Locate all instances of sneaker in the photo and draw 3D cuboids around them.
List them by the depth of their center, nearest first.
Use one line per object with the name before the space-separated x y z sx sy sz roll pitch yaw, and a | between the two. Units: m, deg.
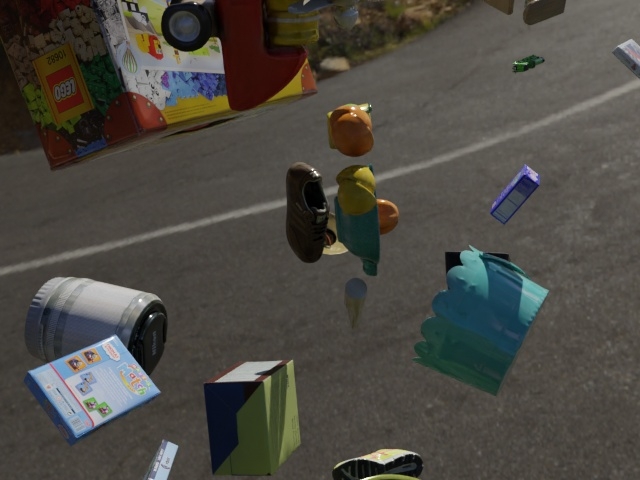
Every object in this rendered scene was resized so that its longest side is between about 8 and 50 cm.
sneaker | -0.018 -0.037 1.279 0.066 0.188 0.071 -23 30 -26
sneaker | 0.125 0.525 1.728 0.209 0.081 0.094 -3 1 -13

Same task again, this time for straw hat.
straw hat | 0.000 0.000 1.723 0.145 0.061 0.144 13 43 -13

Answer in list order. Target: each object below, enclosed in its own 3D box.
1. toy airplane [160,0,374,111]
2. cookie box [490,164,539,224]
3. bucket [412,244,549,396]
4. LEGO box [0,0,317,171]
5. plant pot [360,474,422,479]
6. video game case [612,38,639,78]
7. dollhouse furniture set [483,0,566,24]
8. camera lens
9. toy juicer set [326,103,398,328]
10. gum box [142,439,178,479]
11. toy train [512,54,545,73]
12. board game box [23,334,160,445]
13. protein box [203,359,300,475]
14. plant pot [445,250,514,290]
toy airplane | -0.014 -0.382 0.888 0.272 0.384 0.386 14 69 -12
cookie box | 0.395 -0.093 1.525 0.107 0.040 0.092 -53 -2 24
bucket | 0.328 0.168 1.525 0.183 0.281 0.281 27 44 18
LEGO box | -0.251 -0.354 1.192 0.193 0.372 0.500 -14 10 31
plant pot | 0.076 0.644 1.305 0.367 0.353 0.366 14 51 -18
video game case | 0.738 -0.373 1.672 0.023 0.183 0.201 -49 -10 34
dollhouse furniture set | 0.292 -0.498 1.262 0.161 0.242 0.212 -25 47 -20
camera lens | -0.511 0.209 1.750 0.274 0.219 0.219 12 34 12
toy juicer set | 0.066 -0.030 1.019 0.090 0.329 0.209 -4 2 -1
gum box | -0.375 0.549 1.619 0.041 0.184 0.157 26 14 -6
toy train | 0.319 -0.270 1.149 0.024 0.017 0.083 10 26 38
board game box | -0.442 0.286 1.468 0.160 0.039 0.211 48 35 15
protein box | -0.143 0.378 1.627 0.136 0.199 0.201 -4 3 16
plant pot | 0.475 0.143 2.261 0.188 0.188 0.167 2 71 22
